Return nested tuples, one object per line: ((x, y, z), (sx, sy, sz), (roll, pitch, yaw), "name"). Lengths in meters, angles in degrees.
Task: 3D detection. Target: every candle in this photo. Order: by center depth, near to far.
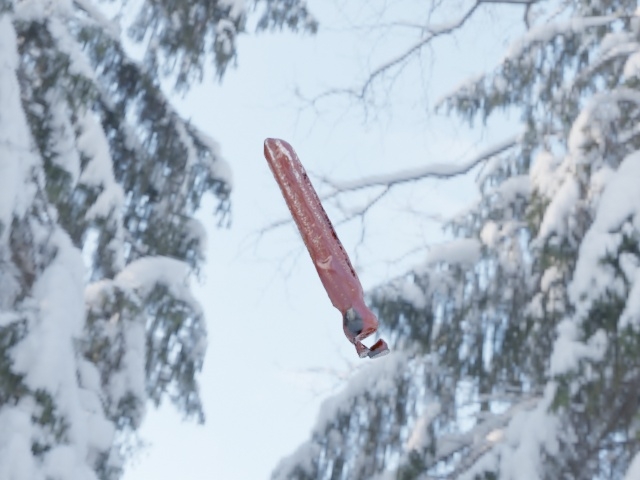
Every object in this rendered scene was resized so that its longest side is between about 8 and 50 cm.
((0.000, 0.000, 1.345), (0.048, 0.329, 0.051), (-19, -25, -15), "candle")
